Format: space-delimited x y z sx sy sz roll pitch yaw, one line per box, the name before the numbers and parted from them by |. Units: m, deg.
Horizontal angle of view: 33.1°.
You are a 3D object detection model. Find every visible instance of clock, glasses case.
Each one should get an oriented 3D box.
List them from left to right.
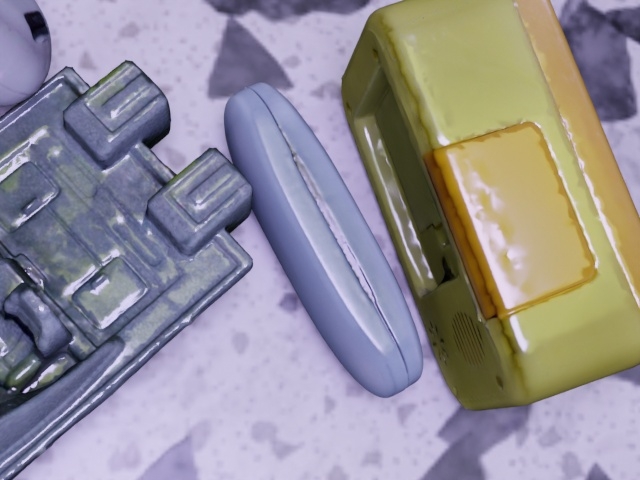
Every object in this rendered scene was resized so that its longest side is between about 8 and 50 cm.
glasses case | 0.000 0.000 0.567 0.045 0.067 0.178 -27 84 -15
clock | 0.089 -0.021 0.551 0.096 0.143 0.202 -18 83 -12

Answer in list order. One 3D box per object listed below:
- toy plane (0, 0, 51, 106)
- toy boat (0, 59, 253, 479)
toy plane | -0.200 -0.131 0.510 0.080 0.174 0.174 -42 88 16
toy boat | -0.178 0.051 0.507 0.319 0.092 0.141 -42 83 -16
